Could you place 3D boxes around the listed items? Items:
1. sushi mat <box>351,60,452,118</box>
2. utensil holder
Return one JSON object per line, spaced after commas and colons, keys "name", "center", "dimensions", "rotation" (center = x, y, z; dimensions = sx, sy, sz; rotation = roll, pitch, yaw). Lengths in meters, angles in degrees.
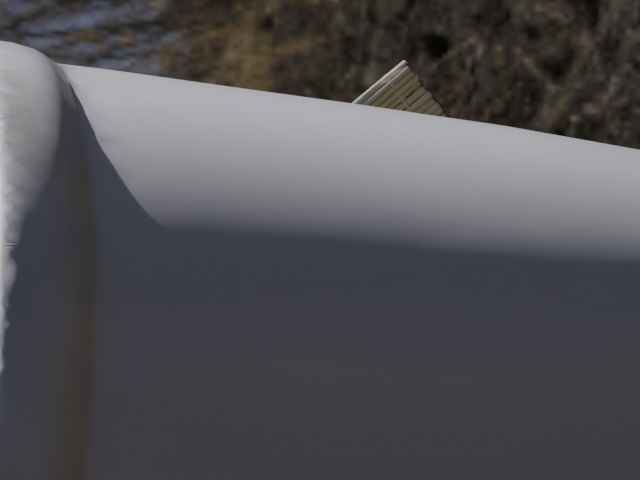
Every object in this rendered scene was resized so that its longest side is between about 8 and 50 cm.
{"name": "sushi mat", "center": [0.000, 0.000, 1.335], "dimensions": [0.316, 0.151, 0.019], "rotation": [-40, 14, -1]}
{"name": "utensil holder", "center": [-0.003, 0.085, 0.782], "dimensions": [0.327, 0.385, 0.328], "rotation": [-175, 90, -70]}
